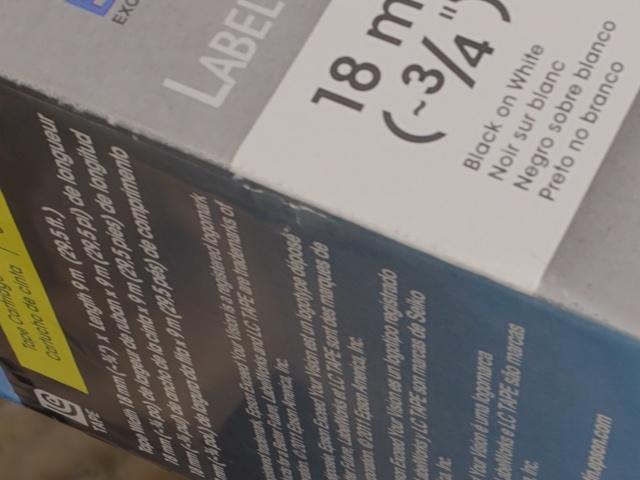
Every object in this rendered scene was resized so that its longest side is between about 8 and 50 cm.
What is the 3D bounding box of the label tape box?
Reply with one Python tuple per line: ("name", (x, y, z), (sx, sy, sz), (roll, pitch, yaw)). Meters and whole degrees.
("label tape box", (0.000, 0.000, 0.512), (0.106, 0.334, 0.240), (-61, -16, -24))
